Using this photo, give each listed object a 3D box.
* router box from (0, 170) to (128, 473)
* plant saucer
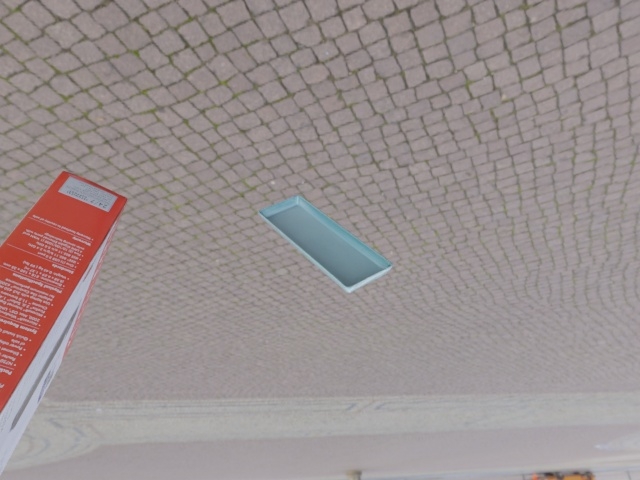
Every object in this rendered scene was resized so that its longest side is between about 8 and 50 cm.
[{"bbox_3d":[-0.355,0.135,0.581,0.082,0.301,0.335,25,128,-16],"label":"router box"},{"bbox_3d":[0.000,0.000,0.611,0.067,0.192,0.018,-24,131,-27],"label":"plant saucer"}]
